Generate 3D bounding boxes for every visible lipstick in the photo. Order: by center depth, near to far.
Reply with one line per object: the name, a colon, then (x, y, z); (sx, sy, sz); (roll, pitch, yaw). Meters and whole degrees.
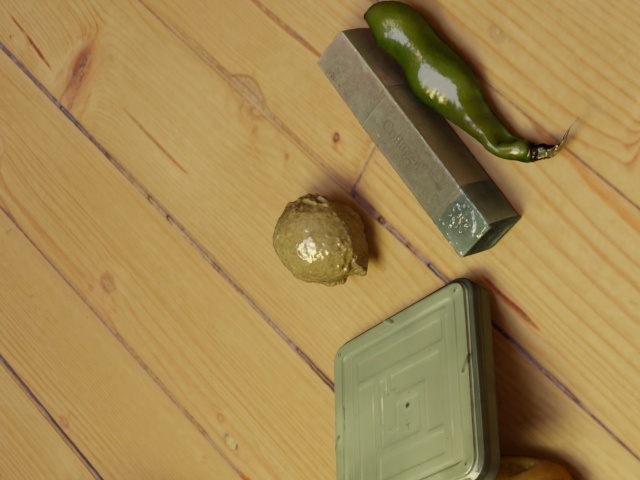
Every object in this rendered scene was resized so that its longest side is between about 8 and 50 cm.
lipstick: (0.116, -0.124, 1.725); (0.317, 0.068, 0.066); (55, 131, 19)

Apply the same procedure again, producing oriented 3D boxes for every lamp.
lamp: (0.112, 0.209, 1.739); (0.269, 0.047, 0.266); (-34, 47, 42)

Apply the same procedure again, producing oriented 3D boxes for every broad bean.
broad bean: (0.166, -0.188, 1.677); (0.318, 0.056, 0.098); (37, 117, 24)

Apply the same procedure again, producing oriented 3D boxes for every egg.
egg: (0.000, 0.000, 1.837); (0.116, 0.118, 0.140); (-50, 45, -10)

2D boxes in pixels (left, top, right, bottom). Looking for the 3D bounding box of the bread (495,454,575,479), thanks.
bread: (0.203, 0.438, 1.722); (0.328, 0.148, 0.337); (-19, 87, 43)
